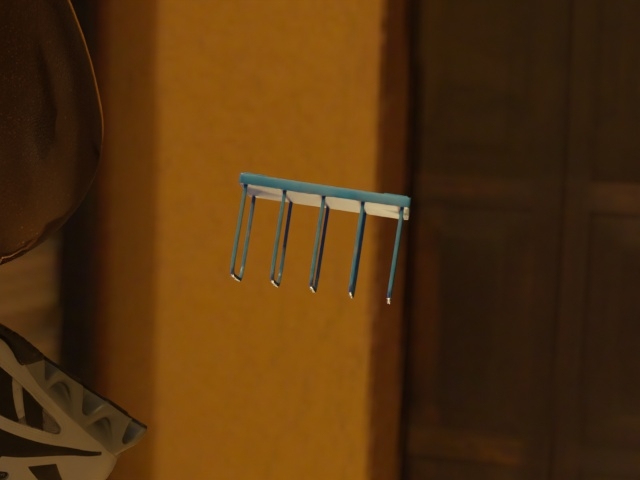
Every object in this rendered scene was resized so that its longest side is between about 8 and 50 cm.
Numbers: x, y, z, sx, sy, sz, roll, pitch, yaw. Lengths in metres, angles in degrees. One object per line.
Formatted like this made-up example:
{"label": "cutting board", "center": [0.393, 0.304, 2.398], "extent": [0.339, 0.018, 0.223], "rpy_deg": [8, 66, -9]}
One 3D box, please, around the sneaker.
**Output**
{"label": "sneaker", "center": [-0.270, 0.119, 1.371], "extent": [0.146, 0.122, 0.330], "rpy_deg": [-54, -49, -9]}

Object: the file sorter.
{"label": "file sorter", "center": [0.000, 0.000, 1.908], "extent": [0.118, 0.170, 0.104], "rpy_deg": [62, -144, -85]}

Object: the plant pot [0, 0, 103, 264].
{"label": "plant pot", "center": [-0.232, -0.122, 1.119], "extent": [0.230, 0.215, 0.215], "rpy_deg": [109, 175, -63]}
